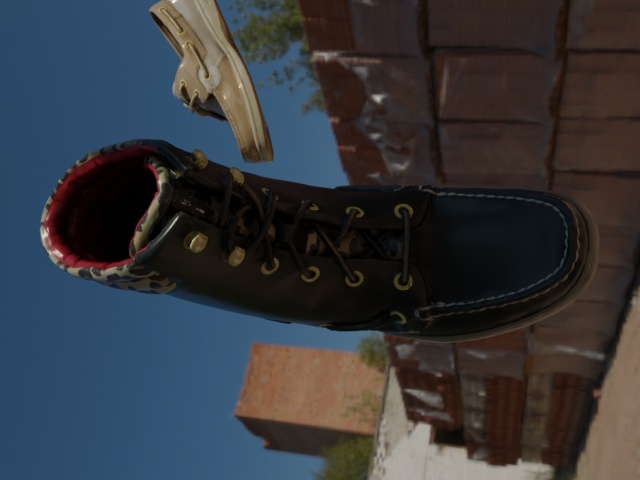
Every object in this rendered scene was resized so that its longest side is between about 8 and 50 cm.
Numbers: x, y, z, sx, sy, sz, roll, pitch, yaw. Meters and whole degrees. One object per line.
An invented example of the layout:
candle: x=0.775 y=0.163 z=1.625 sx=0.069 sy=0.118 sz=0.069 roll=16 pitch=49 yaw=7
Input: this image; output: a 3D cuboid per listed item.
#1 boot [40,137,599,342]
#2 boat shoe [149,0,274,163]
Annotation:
boot: x=-0.001 y=0.002 z=0.367 sx=0.179 sy=0.237 sz=0.085 roll=19 pitch=-109 yaw=-54
boat shoe: x=-0.086 y=-0.124 z=0.567 sx=0.063 sy=0.059 sz=0.170 roll=78 pitch=168 yaw=-66
